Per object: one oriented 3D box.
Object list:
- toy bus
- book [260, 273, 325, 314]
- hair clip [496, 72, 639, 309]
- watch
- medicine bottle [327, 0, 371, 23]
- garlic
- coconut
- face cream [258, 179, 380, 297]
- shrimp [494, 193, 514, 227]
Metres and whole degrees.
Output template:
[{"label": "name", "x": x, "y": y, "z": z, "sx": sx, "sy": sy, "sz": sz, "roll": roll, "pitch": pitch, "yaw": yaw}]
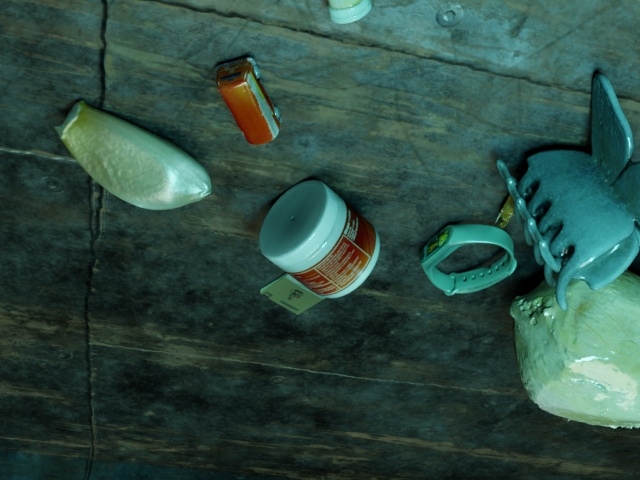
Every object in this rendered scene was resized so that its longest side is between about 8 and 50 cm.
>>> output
[{"label": "toy bus", "x": -0.133, "y": -0.254, "z": 1.349, "sx": 0.079, "sy": 0.077, "sz": 0.174, "roll": -13, "pitch": 137, "yaw": 14}, {"label": "book", "x": -0.038, "y": 0.116, "z": 1.812, "sx": 0.138, "sy": 0.016, "sz": 0.199, "roll": 33, "pitch": 128, "yaw": -32}, {"label": "hair clip", "x": 0.512, "y": -0.057, "z": 1.386, "sx": 0.238, "sy": 0.318, "sz": 0.392, "roll": -22, "pitch": 136, "yaw": 11}, {"label": "watch", "x": 0.343, "y": 0.045, "z": 1.689, "sx": 0.195, "sy": 0.068, "sz": 0.237, "roll": 24, "pitch": 139, "yaw": -18}, {"label": "medicine bottle", "x": 0.019, "y": -0.457, "z": 1.131, "sx": 0.074, "sy": 0.074, "sz": 0.218, "roll": -12, "pitch": 135, "yaw": 13}, {"label": "garlic", "x": -0.375, "y": -0.159, "z": 1.429, "sx": 0.318, "sy": 0.112, "sz": 0.143, "roll": 28, "pitch": 108, "yaw": -20}, {"label": "coconut", "x": 0.621, "y": 0.229, "z": 1.684, "sx": 0.405, "sy": 0.404, "sz": 0.404, "roll": 0, "pitch": 138, "yaw": 0}, {"label": "face cream", "x": 0.000, "y": 0.000, "z": 1.544, "sx": 0.201, "sy": 0.201, "sz": 0.187, "roll": -29, "pitch": 130, "yaw": 28}, {"label": "shrimp", "x": 0.452, "y": -0.085, "z": 1.587, "sx": 0.095, "sy": 0.045, "sz": 0.162, "roll": -2, "pitch": 138, "yaw": -31}]
